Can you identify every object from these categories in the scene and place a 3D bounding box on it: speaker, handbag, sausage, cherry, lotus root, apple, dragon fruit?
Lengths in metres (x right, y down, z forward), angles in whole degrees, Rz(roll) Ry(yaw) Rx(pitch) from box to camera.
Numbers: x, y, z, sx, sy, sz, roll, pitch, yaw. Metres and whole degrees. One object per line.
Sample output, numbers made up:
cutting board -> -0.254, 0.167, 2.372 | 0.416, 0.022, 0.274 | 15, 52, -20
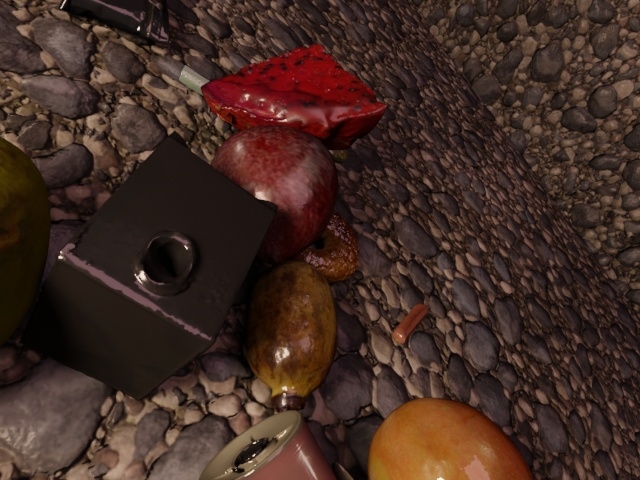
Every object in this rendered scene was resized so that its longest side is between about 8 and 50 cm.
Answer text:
speaker -> -0.209, 0.028, 0.580 | 0.184, 0.232, 0.253 | 36, 42, -16
handbag -> -0.418, -0.524, 0.944 | 0.211, 0.088, 0.254 | 6, 56, -32
sausage -> 0.196, 0.178, 0.977 | 0.030, 0.035, 0.147 | 26, 32, 24
cherry -> -0.081, -0.085, 0.786 | 0.231, 0.202, 0.300 | 1, 47, -12
lotus root -> -0.046, 0.146, 0.713 | 0.145, 0.128, 0.260 | 14, 47, -17
apple -> 0.191, 0.356, 0.679 | 0.254, 0.253, 0.253 | 23, 46, -27
dragon fruit -> -0.086, -0.293, 0.935 | 0.331, 0.302, 0.239 | -3, 81, -26

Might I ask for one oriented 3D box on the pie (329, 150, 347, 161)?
pie -> 0.040, -0.239, 1.178 | 0.085, 0.017, 0.085 | 24, 46, -28

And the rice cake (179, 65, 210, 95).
rice cake -> -0.224, -0.322, 0.998 | 0.180, 0.030, 0.042 | 29, 49, -22

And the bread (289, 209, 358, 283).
bread -> 0.000, 0.000, 0.921 | 0.194, 0.064, 0.193 | 20, 50, -26

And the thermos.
thermos -> -0.012, 0.360, 0.568 | 0.176, 0.146, 0.264 | -33, 93, -42

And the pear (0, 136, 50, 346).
pear -> -0.395, -0.001, 0.416 | 0.269, 0.269, 0.321 | 23, 37, -27
